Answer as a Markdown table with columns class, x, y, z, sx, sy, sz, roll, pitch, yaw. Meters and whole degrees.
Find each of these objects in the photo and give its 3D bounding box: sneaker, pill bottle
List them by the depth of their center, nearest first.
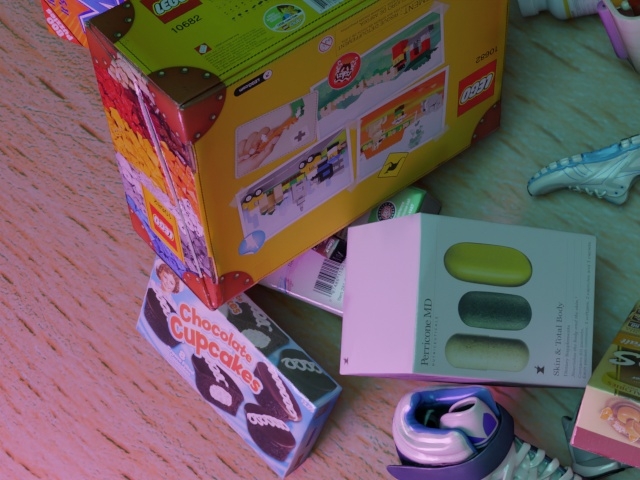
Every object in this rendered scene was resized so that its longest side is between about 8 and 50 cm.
| class | x | y | z | sx | sy | sz | roll | pitch | yaw |
| --- | --- | --- | --- | --- | --- | --- | --- | --- | --- |
| sneaker | 0.234 | 0.287 | 1.648 | 0.322 | 0.236 | 0.130 | 21 | 63 | 26 |
| sneaker | 0.420 | 0.222 | 1.728 | 0.228 | 0.086 | 0.132 | -22 | 74 | 15 |
| sneaker | 0.377 | -0.082 | 1.795 | 0.190 | 0.071 | 0.083 | -18 | 83 | 15 |
| pill bottle | 0.364 | -0.362 | 1.819 | 0.184 | 0.103 | 0.103 | -9 | 80 | 16 |

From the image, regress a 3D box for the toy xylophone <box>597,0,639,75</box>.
| class | x | y | z | sx | sy | sz | roll | pitch | yaw |
| --- | --- | --- | --- | --- | --- | --- | --- | --- | --- |
| toy xylophone | 0.532 | -0.285 | 1.718 | 0.322 | 0.236 | 0.081 | -12 | 47 | 14 |

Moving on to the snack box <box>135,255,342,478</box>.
| class | x | y | z | sx | sy | sz | roll | pitch | yaw |
| --- | --- | --- | --- | --- | --- | --- | --- | --- | --- |
| snack box | -0.123 | 0.164 | 1.864 | 0.322 | 0.060 | 0.187 | 43 | 139 | 19 |

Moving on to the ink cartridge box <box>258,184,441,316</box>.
| class | x | y | z | sx | sy | sz | roll | pitch | yaw |
| --- | --- | --- | --- | --- | --- | --- | --- | --- | --- |
| ink cartridge box | 0.001 | -0.013 | 1.876 | 0.278 | 0.117 | 0.201 | 21 | 89 | 19 |

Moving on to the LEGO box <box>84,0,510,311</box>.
| class | x | y | z | sx | sy | sz | roll | pitch | yaw |
| --- | --- | --- | --- | --- | --- | --- | --- | --- | --- |
| LEGO box | -0.006 | -0.201 | 1.654 | 0.500 | 0.373 | 0.193 | -32 | 56 | -22 |

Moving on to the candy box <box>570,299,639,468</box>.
| class | x | y | z | sx | sy | sz | roll | pitch | yaw |
| --- | --- | --- | --- | --- | --- | --- | --- | --- | --- |
| candy box | 0.434 | 0.181 | 1.605 | 0.182 | 0.316 | 0.088 | 17 | 111 | 19 |

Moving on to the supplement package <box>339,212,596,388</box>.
| class | x | y | z | sx | sy | sz | roll | pitch | yaw |
| --- | --- | --- | --- | --- | --- | --- | --- | --- | --- |
| supplement package | 0.187 | 0.084 | 1.697 | 0.262 | 0.198 | 0.199 | 7 | 82 | -25 |

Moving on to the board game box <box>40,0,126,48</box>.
| class | x | y | z | sx | sy | sz | roll | pitch | yaw |
| --- | --- | --- | --- | --- | --- | --- | --- | --- | --- |
| board game box | -0.160 | -0.464 | 1.797 | 0.356 | 0.357 | 0.356 | 23 | 56 | 19 |

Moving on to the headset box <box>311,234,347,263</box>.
| class | x | y | z | sx | sy | sz | roll | pitch | yaw |
| --- | --- | --- | --- | --- | --- | --- | --- | --- | --- |
| headset box | 0.000 | 0.000 | 1.779 | 0.083 | 0.062 | 0.032 | 31 | 93 | 18 |
